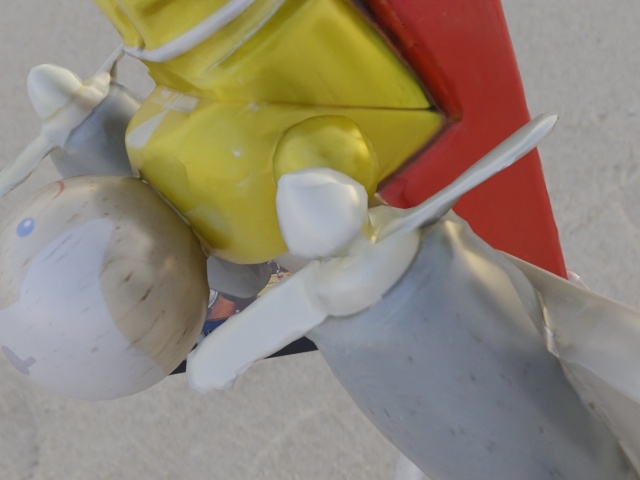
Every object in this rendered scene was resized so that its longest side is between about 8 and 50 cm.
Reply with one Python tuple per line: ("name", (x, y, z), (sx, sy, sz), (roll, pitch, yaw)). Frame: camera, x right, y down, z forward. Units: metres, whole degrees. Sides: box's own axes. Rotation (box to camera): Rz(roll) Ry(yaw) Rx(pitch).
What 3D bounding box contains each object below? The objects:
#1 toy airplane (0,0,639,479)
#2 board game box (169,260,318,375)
("toy airplane", (0.000, 0.000, 0.537), (0.272, 0.386, 0.384), (-26, 69, -19))
("board game box", (0.013, -0.002, 0.837), (0.243, 0.042, 0.165), (-10, 38, 4))
